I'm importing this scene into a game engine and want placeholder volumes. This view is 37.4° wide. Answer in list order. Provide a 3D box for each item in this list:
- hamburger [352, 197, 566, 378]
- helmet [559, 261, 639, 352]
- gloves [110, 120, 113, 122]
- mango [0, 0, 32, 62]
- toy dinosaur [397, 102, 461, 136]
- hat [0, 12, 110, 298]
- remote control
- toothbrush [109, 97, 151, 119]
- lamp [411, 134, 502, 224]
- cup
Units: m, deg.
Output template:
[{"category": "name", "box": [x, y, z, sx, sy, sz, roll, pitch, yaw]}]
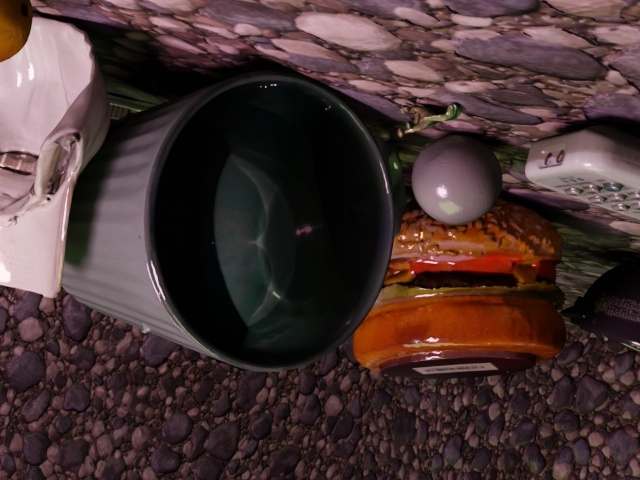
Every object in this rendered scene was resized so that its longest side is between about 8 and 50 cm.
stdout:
[{"category": "hamburger", "box": [0.202, 0.068, 1.403, 0.329, 0.250, 0.330, -2, 164, -1]}, {"category": "helmet", "box": [0.549, 0.115, 1.562, 0.230, 0.161, 0.278, 20, -176, -42]}, {"category": "gloves", "box": [-0.282, -0.097, 1.524, 0.312, 0.135, 0.210, 23, -146, -29]}, {"category": "mango", "box": [-0.379, -0.232, 0.880, 0.227, 0.099, 0.136, 22, -179, 4]}, {"category": "toy dinosaur", "box": [0.114, -0.127, 1.007, 0.060, 0.029, 0.119, -2, 177, -3]}, {"category": "hat", "box": [-0.329, -0.082, 1.026, 0.257, 0.302, 0.168, 13, -150, 15]}, {"category": "remote control", "box": [0.374, -0.045, 0.949, 0.335, 0.066, 0.128, 16, 171, -18]}, {"category": "toothbrush", "box": [-0.142, -0.153, 1.318, 0.342, 0.030, 0.025, 12, 178, 4]}, {"category": "lamp", "box": [0.153, -0.068, 1.067, 0.105, 0.105, 0.105, 14, 174, 2]}, {"category": "cup", "box": [-0.106, -0.014, 1.137, 0.400, 0.310, 0.392, 17, 172, -36]}]
